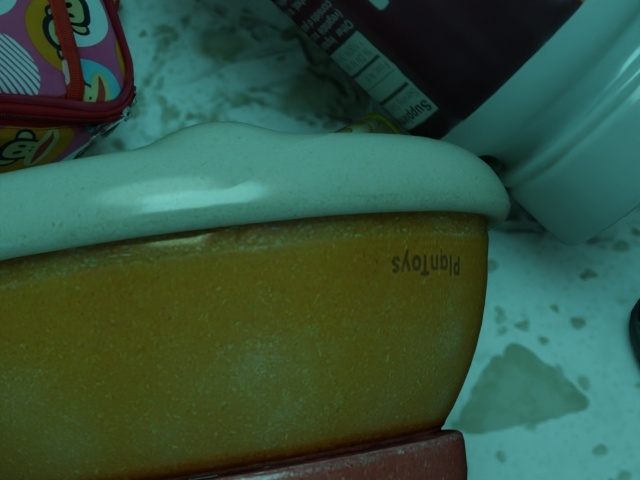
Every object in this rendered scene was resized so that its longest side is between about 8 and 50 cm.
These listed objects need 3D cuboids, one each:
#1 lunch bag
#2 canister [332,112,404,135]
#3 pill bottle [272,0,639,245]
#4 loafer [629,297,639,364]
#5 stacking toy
[{"bbox_3d":[-0.242,-0.175,1.244,0.258,0.120,0.293,3,58,-39],"label":"lunch bag"},{"bbox_3d":[0.000,0.000,1.230,0.170,0.073,0.126,-30,67,-28],"label":"canister"},{"bbox_3d":[0.086,-0.195,1.237,0.392,0.224,0.224,43,58,-5],"label":"pill bottle"},{"bbox_3d":[0.283,0.127,1.201,0.096,0.084,0.268,-18,63,-22],"label":"loafer"},{"bbox_3d":[-0.050,0.197,0.963,0.350,0.350,0.480,-6,84,-16],"label":"stacking toy"}]
